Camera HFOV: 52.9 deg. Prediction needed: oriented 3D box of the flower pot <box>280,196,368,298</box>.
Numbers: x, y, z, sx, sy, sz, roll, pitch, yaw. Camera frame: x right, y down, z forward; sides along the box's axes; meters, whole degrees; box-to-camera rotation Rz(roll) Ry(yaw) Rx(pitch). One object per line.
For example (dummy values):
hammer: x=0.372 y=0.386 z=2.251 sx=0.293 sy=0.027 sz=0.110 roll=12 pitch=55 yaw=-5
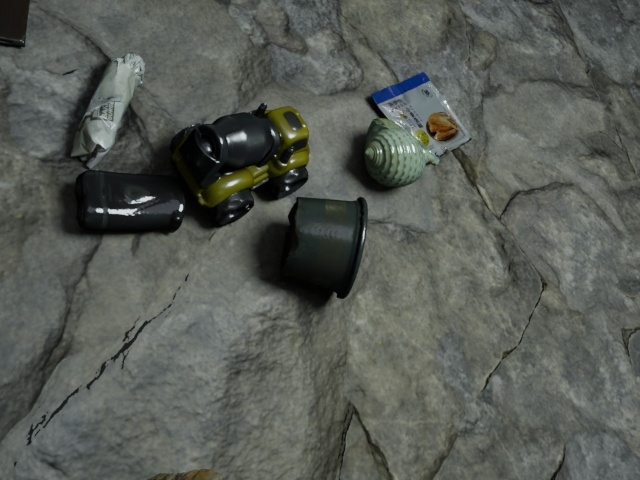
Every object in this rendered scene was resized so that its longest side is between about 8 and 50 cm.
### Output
flower pot: x=0.000 y=0.000 z=0.965 sx=0.107 sy=0.157 sz=0.157 roll=14 pitch=60 yaw=-9

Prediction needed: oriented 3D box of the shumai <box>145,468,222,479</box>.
shumai: x=-0.154 y=0.312 z=0.664 sx=0.145 sy=0.145 sz=0.116 roll=-38 pitch=107 yaw=-35

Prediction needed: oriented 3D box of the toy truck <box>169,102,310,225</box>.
toy truck: x=-0.105 y=-0.137 z=0.962 sx=0.224 sy=0.165 sz=0.147 roll=-25 pitch=78 yaw=-34

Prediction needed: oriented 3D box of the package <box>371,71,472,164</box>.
package: x=0.198 y=-0.238 z=1.248 sx=0.171 sy=0.027 sz=0.173 roll=-32 pitch=86 yaw=-35

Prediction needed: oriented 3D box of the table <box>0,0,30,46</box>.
table: x=-0.485 y=-0.469 z=0.890 sx=0.196 sy=0.250 sz=0.282 roll=6 pitch=63 yaw=-25

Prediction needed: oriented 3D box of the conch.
conch: x=0.128 y=-0.152 z=1.126 sx=0.153 sy=0.102 sz=0.135 roll=17 pitch=40 yaw=-57

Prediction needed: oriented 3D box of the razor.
razor: x=-0.266 y=-0.055 z=0.908 sx=0.148 sy=0.054 sz=0.090 roll=0 pitch=66 yaw=-27

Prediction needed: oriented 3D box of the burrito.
burrito: x=-0.313 y=-0.203 z=0.957 sx=0.064 sy=0.064 sz=0.203 roll=22 pitch=59 yaw=-15
